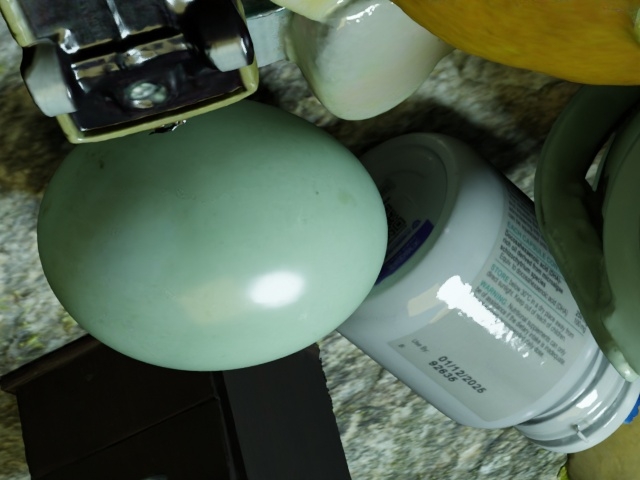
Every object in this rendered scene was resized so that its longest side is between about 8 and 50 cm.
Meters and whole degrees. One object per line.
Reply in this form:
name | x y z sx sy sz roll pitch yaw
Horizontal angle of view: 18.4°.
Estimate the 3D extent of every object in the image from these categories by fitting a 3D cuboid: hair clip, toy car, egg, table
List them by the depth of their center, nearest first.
toy car | -0.102 -0.154 0.807 0.101 0.124 0.256 -16 144 2
hair clip | -0.009 -0.112 0.990 0.219 0.071 0.159 -16 157 -6
egg | -0.057 -0.004 1.075 0.192 0.149 0.149 0 150 -13
table | -0.088 0.166 1.336 0.169 0.193 0.172 -26 151 21

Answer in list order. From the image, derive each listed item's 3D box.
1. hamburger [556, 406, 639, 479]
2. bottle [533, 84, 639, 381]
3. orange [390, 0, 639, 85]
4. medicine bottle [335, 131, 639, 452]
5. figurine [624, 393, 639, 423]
hamburger | 0.315 0.132 1.487 0.300 0.176 0.300 -17 157 -8
bottle | 0.228 -0.011 1.029 0.229 0.229 0.352 -22 178 15
orange | 0.155 -0.175 0.860 0.335 0.196 0.262 -11 167 -22
medicine bottle | 0.101 0.041 1.202 0.135 0.135 0.215 -30 131 27
figurine | 0.266 0.029 1.275 0.121 0.164 0.262 4 149 -45
